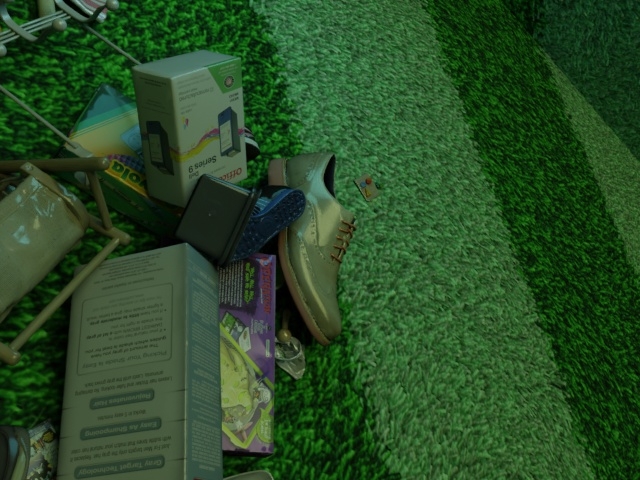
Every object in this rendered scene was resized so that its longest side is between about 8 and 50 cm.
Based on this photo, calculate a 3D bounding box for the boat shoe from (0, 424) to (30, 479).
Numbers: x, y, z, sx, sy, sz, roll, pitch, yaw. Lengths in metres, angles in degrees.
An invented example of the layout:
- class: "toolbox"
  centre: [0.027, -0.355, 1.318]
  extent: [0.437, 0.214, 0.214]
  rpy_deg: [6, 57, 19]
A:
- class: "boat shoe"
  centre: [-0.426, 0.361, 0.703]
  extent: [0.130, 0.132, 0.355]
  rpy_deg: [27, 58, -20]

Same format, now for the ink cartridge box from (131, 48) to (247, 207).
- class: "ink cartridge box"
  centre: [-0.202, -0.180, 1.057]
  extent: [0.154, 0.093, 0.212]
  rpy_deg: [-33, 135, -46]

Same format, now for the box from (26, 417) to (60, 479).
- class: "box"
  centre: [-0.394, 0.306, 0.856]
  extent: [0.137, 0.027, 0.093]
  rpy_deg: [-27, 87, -47]

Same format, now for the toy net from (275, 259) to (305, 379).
- class: "toy net"
  centre: [-0.088, 0.146, 1.206]
  extent: [0.122, 0.045, 0.232]
  rpy_deg: [-18, 79, -46]

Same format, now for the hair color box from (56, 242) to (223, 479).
- class: "hair color box"
  centre: [-0.243, 0.206, 0.916]
  extent: [0.113, 0.186, 0.374]
  rpy_deg: [55, 26, -60]

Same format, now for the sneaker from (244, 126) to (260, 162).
- class: "sneaker"
  centre: [-0.204, -0.217, 1.309]
  extent: [0.178, 0.072, 0.077]
  rpy_deg: [25, 39, -39]

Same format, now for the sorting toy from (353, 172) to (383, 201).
- class: "sorting toy"
  centre: [0.119, -0.132, 1.574]
  extent: [0.083, 0.012, 0.062]
  rpy_deg: [-34, 91, -46]

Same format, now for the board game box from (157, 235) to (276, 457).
- class: "board game box"
  centre: [-0.176, 0.169, 1.081]
  extent: [0.208, 0.056, 0.346]
  rpy_deg: [9, 60, -17]

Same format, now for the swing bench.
- class: "swing bench"
  centre: [-0.441, -0.012, 0.877]
  extent: [0.255, 0.165, 0.253]
  rpy_deg: [16, 45, 17]

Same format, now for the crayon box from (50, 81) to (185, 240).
- class: "crayon box"
  centre: [-0.300, -0.123, 1.147]
  extent: [0.279, 0.081, 0.165]
  rpy_deg: [33, 48, -23]

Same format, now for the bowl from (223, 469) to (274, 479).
- class: "bowl"
  centre: [-0.125, 0.431, 1.004]
  extent: [0.142, 0.053, 0.142]
  rpy_deg: [0, 66, -41]

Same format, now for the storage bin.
- class: "storage bin"
  centre: [-0.164, -0.037, 1.022]
  extent: [0.091, 0.098, 0.135]
  rpy_deg: [26, 85, -15]

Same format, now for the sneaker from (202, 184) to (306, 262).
- class: "sneaker"
  centre: [-0.132, -0.033, 1.168]
  extent: [0.232, 0.091, 0.081]
  rpy_deg: [-31, 121, -39]

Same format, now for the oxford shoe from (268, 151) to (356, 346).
- class: "oxford shoe"
  centre: [0.000, 0.000, 1.266]
  extent: [0.140, 0.147, 0.396]
  rpy_deg: [49, 27, -68]

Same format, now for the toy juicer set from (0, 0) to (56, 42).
- class: "toy juicer set"
  centre: [-0.549, -0.418, 1.091]
  extent: [0.329, 0.089, 0.209]
  rpy_deg: [-24, 84, -47]

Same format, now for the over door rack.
- class: "over door rack"
  centre: [-0.384, -0.276, 1.038]
  extent: [0.324, 0.108, 0.239]
  rpy_deg: [44, 49, 2]

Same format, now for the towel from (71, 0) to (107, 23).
- class: "towel"
  centre: [-0.447, -0.517, 1.252]
  extent: [0.144, 0.029, 0.196]
  rpy_deg: [36, 42, -36]
